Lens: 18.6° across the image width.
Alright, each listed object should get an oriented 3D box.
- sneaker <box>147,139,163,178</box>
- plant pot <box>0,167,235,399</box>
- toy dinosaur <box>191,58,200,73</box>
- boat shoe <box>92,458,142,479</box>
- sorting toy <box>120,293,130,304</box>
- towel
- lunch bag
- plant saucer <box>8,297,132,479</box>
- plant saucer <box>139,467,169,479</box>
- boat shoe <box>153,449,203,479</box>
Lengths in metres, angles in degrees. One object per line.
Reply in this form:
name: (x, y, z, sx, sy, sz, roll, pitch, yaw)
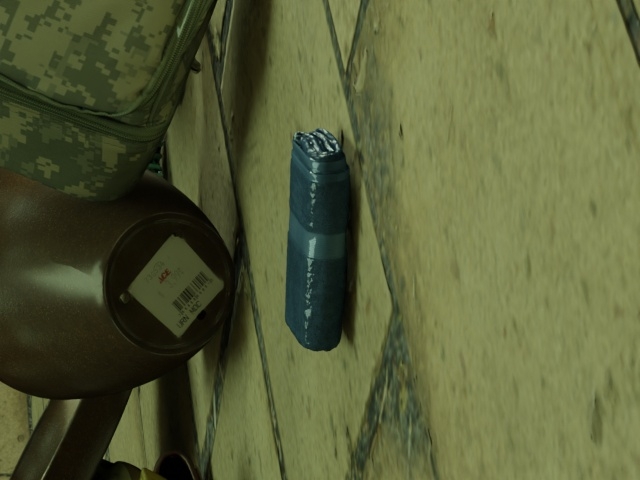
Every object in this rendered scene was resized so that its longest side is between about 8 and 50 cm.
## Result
sneaker: (-0.181, -0.066, 1.869, 0.098, 0.083, 0.224, -52, 44, 19)
plant pot: (-0.161, 0.030, 1.544, 0.230, 0.215, 0.215, 3, 94, 63)
toy dinosaur: (-0.126, -0.233, 1.627, 0.092, 0.053, 0.183, 153, 114, -78)
boat shoe: (-0.201, 0.267, 1.865, 0.089, 0.104, 0.285, -56, 5, -15)
sorting toy: (-0.191, 0.005, 2.018, 0.229, 0.041, 0.307, 124, 142, -63)
towel: (0.000, 0.000, 1.120, 0.067, 0.029, 0.119, -123, 34, -68)
lunch bag: (-0.216, -0.204, 1.397, 0.256, 0.305, 0.213, 123, 167, -50)
plant saucer: (-0.245, 0.200, 1.857, 0.311, 0.050, 0.310, -60, 11, 19)
plant saucer: (-0.073, 0.372, 1.394, 0.333, 0.081, 0.333, -125, 35, -70)
boat shoe: (-0.119, 0.268, 1.612, 0.073, 0.073, 0.207, 98, 165, -45)
